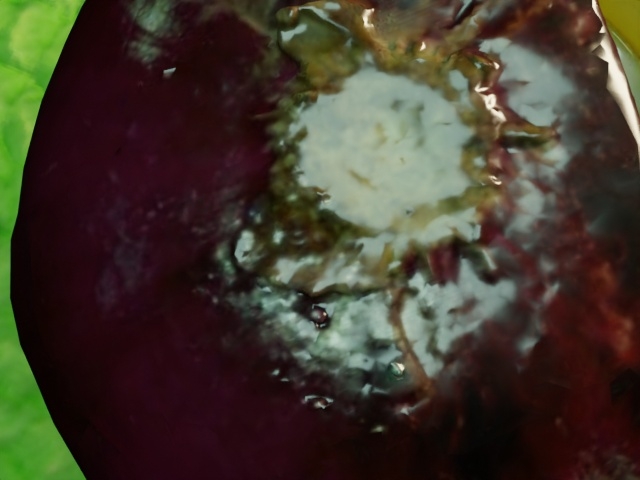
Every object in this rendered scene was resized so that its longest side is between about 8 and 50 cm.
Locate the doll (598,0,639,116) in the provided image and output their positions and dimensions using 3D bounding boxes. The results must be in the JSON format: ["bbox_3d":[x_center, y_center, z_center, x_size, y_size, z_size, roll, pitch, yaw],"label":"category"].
[{"bbox_3d":[0.224,-0.160,0.922,0.237,0.111,0.252,0,75,20],"label":"doll"}]

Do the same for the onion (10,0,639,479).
[{"bbox_3d":[0.000,0.000,0.814,0.260,0.282,0.336,-19,87,2],"label":"onion"}]
